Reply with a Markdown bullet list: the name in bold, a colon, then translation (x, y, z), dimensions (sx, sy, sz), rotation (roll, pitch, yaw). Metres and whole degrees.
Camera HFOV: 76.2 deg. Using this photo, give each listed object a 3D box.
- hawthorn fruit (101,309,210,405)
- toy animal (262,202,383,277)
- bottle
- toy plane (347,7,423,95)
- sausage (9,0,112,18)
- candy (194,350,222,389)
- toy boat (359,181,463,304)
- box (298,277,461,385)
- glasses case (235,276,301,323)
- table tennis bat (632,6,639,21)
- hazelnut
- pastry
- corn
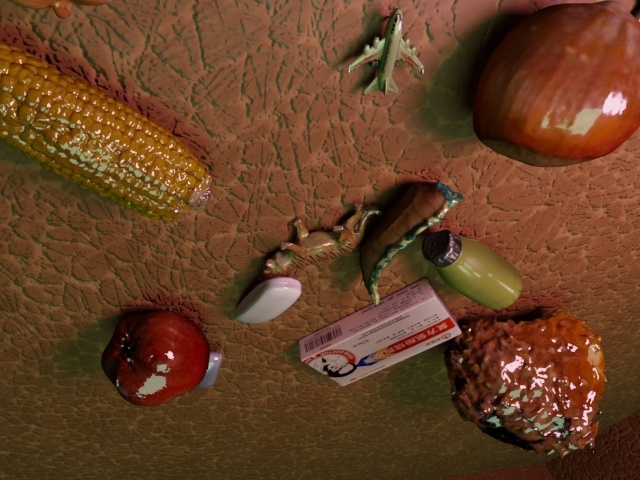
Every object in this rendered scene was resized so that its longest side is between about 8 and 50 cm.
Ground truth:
- **hawthorn fruit**: translation (-0.307, 0.225, 0.807), dimensions (0.185, 0.185, 0.202), rotation (-33, 151, 19)
- **toy animal**: translation (0.000, 0.000, 0.738), dimensions (0.241, 0.057, 0.099), rotation (-19, 143, 2)
- **bottle**: translation (0.303, 0.055, 0.826), dimensions (0.260, 0.112, 0.112), rotation (28, 122, -36)
- **toy plane**: translation (0.086, -0.237, 0.522), dimensions (0.102, 0.040, 0.111), rotation (-6, 135, -11)
- **sausage**: translation (-0.221, -0.303, 0.314), dimensions (0.136, 0.120, 0.241), rotation (16, 130, -13)
- **candy**: translation (-0.322, 0.299, 0.938), dimensions (0.174, 0.071, 0.138), rotation (6, 133, -21)
- **toy boat**: translation (0.133, 0.008, 0.744), dimensions (0.099, 0.108, 0.293), rotation (29, 127, -3)
- **box**: translation (0.149, 0.240, 1.013), dimensions (0.353, 0.069, 0.214), rotation (-29, 135, 16)
- **glasses case**: translation (-0.106, 0.122, 0.808), dimensions (0.076, 0.049, 0.197), rotation (10, 147, -29)
- **table tennis bat**: translation (0.468, -0.298, 0.506), dimensions (0.107, 0.119, 0.170), rotation (17, 127, -29)
- **hazelnut**: translation (0.313, -0.193, 0.529), dimensions (0.214, 0.176, 0.214), rotation (-2, 133, -2)
- **pastry**: translation (0.523, 0.364, 1.038), dimensions (0.404, 0.338, 0.292), rotation (-6, 158, -8)
- **corn**: translation (-0.269, -0.120, 0.493), dimensions (0.119, 0.119, 0.321), rotation (-37, 132, 22)
